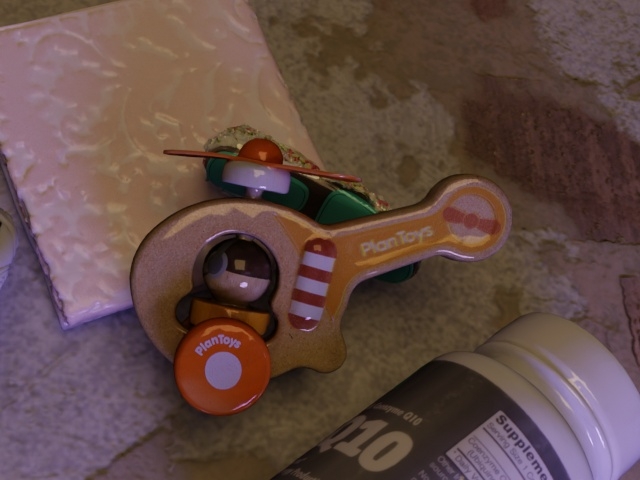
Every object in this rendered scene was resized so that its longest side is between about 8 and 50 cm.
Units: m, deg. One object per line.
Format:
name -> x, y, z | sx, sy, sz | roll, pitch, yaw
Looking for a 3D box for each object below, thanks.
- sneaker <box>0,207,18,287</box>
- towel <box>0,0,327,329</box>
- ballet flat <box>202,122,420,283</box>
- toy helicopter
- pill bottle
sneaker -> -0.363, 0.036, 0.917 | 0.153, 0.101, 0.269 | 36, 37, -23
towel -> -0.166, -0.098, 1.107 | 0.316, 0.053, 0.332 | -17, 73, -22
ballet flat -> -0.001, -0.046, 1.061 | 0.241, 0.091, 0.077 | 31, 37, -6
toy helicopter -> 0.000, 0.000, 0.981 | 0.354, 0.140, 0.235 | -16, 93, -8
pill bottle -> 0.103, 0.225, 0.936 | 0.361, 0.204, 0.204 | -32, 76, -26
